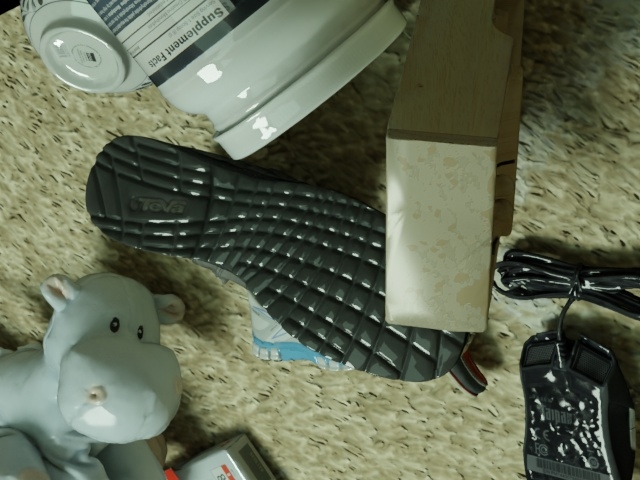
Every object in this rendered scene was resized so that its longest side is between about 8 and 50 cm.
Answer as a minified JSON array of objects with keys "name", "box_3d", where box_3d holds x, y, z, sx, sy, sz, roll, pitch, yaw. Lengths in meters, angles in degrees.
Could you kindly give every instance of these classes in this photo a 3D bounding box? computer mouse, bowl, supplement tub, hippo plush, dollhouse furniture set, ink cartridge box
[{"name":"computer mouse","box_3d":[0.242,0.125,1.399,0.184,0.060,0.262,4,114,41]},{"name":"bowl","box_3d":[-0.183,-0.175,1.423,0.170,0.080,0.170,12,142,10]},{"name":"supplement tub","box_3d":[-0.084,-0.216,1.267,0.272,0.191,0.191,51,138,-9]},{"name":"hippo plush","box_3d":[-0.208,0.145,1.690,0.234,0.294,0.236,16,128,-36]},{"name":"dollhouse furniture set","box_3d":[0.256,-0.062,1.168,0.394,0.256,0.362,5,130,8]},{"name":"ink cartridge box","box_3d":[-0.107,0.291,1.781,0.179,0.045,0.145,-29,97,35]}]

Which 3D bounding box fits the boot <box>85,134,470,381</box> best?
[{"name":"boot","box_3d":[0.000,0.000,1.376,0.338,0.223,0.118,29,100,21]}]

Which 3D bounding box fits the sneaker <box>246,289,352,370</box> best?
[{"name":"sneaker","box_3d":[-0.001,0.064,1.522,0.191,0.071,0.083,0,114,43]}]

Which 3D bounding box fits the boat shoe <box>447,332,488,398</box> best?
[{"name":"boat shoe","box_3d":[0.107,0.073,1.469,0.043,0.049,0.137,-32,103,7]}]

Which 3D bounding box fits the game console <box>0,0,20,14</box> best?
[{"name":"game console","box_3d":[-0.329,-0.254,1.534,0.361,0.044,0.213,-16,113,43]}]
